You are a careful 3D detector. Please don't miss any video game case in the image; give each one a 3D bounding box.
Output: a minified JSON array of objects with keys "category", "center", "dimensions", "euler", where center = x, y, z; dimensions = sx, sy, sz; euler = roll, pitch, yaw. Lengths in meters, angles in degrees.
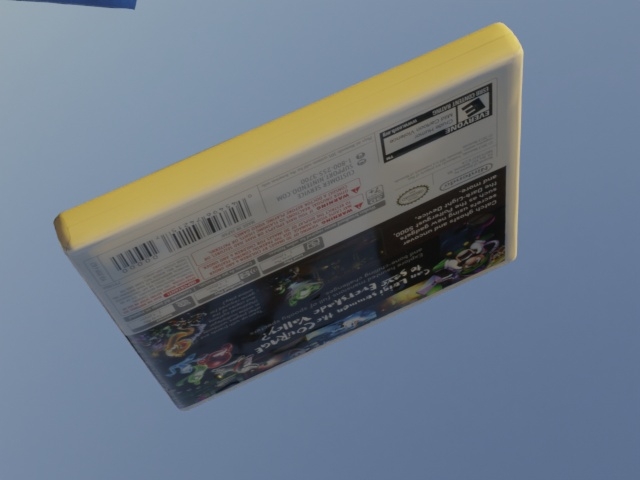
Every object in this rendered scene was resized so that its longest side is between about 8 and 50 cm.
[{"category":"video game case","center":[0.000,0.000,0.481],"dimensions":[0.190,0.173,0.022],"euler":[-24,-120,-5]}]

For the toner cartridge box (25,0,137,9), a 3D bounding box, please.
[{"category":"toner cartridge box","center":[-0.239,-0.313,0.999],"dimensions":[0.348,0.165,0.075],"euler":[146,-57,-74]}]
